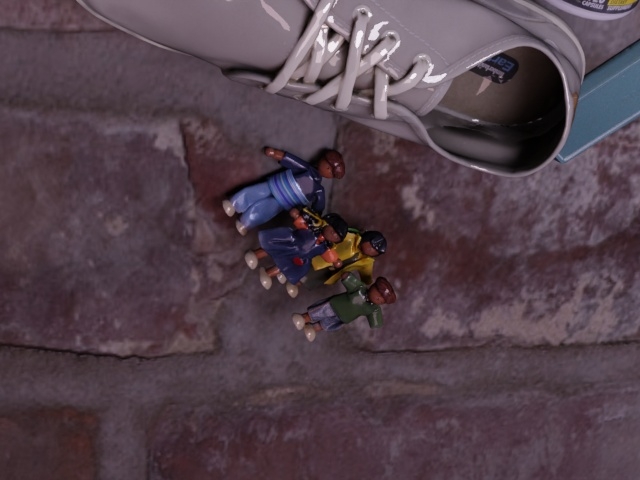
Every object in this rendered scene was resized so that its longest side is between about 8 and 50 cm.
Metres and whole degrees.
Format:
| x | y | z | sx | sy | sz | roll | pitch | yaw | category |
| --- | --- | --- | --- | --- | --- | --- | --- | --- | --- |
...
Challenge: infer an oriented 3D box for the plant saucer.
| x | y | z | sx | sy | sz | roll | pitch | yaw | category |
| --- | --- | --- | --- | --- | --- | --- | --- | --- | --- |
| 0.266 | -0.132 | 1.432 | 0.192 | 0.018 | 0.067 | -33 | 130 | 21 | plant saucer |

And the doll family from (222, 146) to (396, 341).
| x | y | z | sx | sy | sz | roll | pitch | yaw | category |
| --- | --- | --- | --- | --- | --- | --- | --- | --- | --- |
| 0.000 | 0.000 | 1.470 | 0.111 | 0.076 | 0.193 | -24 | 130 | 19 | doll family |

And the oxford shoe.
| x | y | z | sx | sy | sz | roll | pitch | yaw | category |
| --- | --- | --- | --- | --- | --- | --- | --- | --- | --- |
| 0.020 | -0.160 | 1.285 | 0.449 | 0.130 | 0.169 | 17 | 130 | -23 | oxford shoe |

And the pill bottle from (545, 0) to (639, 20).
| x | y | z | sx | sy | sz | roll | pitch | yaw | category |
| --- | --- | --- | --- | --- | --- | --- | --- | --- | --- |
| 0.223 | -0.263 | 1.240 | 0.103 | 0.103 | 0.184 | 8 | 131 | -17 | pill bottle |
